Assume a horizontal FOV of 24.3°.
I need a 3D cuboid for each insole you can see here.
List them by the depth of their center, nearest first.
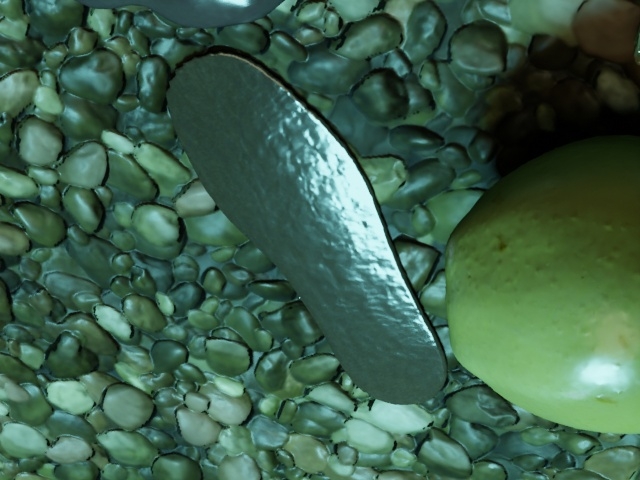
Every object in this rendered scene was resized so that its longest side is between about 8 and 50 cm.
[{"bbox_3d":[0.000,0.000,1.047,0.111,0.007,0.328,-17,121,26],"label":"insole"}]

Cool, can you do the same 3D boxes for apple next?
[{"bbox_3d":[0.176,0.026,0.916,0.200,0.200,0.200,7,128,8],"label":"apple"}]

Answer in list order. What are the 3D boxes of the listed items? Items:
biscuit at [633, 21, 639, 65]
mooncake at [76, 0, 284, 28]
[{"bbox_3d":[0.258,-0.175,0.829,0.121,0.041,0.199,14,128,4],"label":"biscuit"},{"bbox_3d":[-0.077,-0.233,0.812,0.244,0.133,0.245,2,124,3],"label":"mooncake"}]
